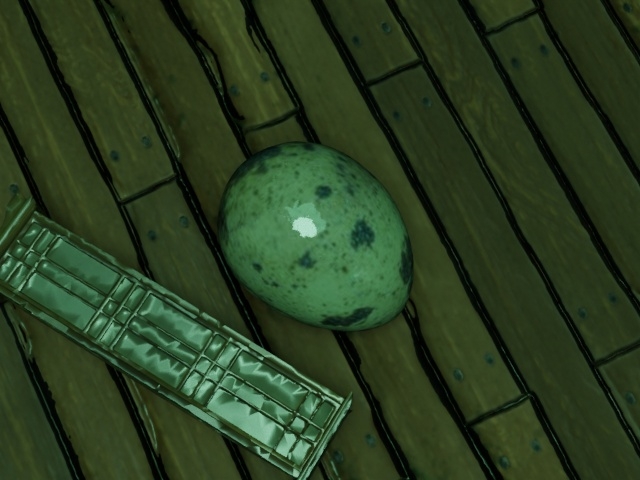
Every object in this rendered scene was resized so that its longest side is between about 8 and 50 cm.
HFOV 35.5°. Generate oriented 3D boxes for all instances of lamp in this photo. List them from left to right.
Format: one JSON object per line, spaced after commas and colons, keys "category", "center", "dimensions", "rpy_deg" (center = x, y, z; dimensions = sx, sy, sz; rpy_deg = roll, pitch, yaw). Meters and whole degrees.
{"category": "lamp", "center": [-0.131, 0.085, 0.828], "dimensions": [0.325, 0.090, 0.089], "rpy_deg": [31, 76, 5]}

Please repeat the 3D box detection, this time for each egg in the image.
{"category": "egg", "center": [0.000, 0.000, 0.827], "dimensions": [0.182, 0.141, 0.141], "rpy_deg": [41, 78, -11]}
